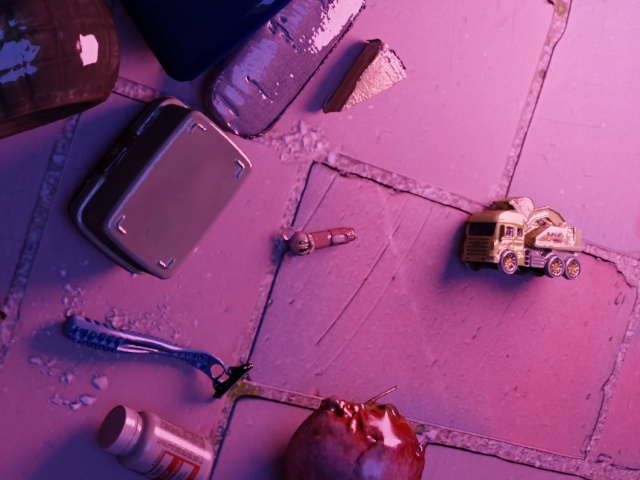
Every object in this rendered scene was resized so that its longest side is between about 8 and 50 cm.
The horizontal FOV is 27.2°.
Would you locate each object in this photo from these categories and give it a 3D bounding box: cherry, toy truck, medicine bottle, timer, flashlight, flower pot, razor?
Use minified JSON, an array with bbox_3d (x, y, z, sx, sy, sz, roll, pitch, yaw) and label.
[{"bbox_3d":[0.040,0.331,1.822,0.192,0.175,0.250,0,116,-56],"label":"cherry"},{"bbox_3d":[0.302,-0.005,1.946,0.191,0.085,0.116,6,88,-33],"label":"toy truck"},{"bbox_3d":[-0.214,0.268,1.713,0.140,0.079,0.079,32,84,-31],"label":"medicine bottle"},{"bbox_3d":[-0.183,-0.406,1.522,0.270,0.270,0.383,-44,104,-15],"label":"timer"},{"bbox_3d":[0.000,0.000,1.806,0.110,0.031,0.052,-10,105,-27],"label":"flashlight"},{"bbox_3d":[-0.374,-0.216,1.417,0.302,0.302,0.213,-18,94,-25],"label":"flower pot"},{"bbox_3d":[-0.215,0.144,1.712,0.253,0.042,0.082,20,131,-29],"label":"razor"}]

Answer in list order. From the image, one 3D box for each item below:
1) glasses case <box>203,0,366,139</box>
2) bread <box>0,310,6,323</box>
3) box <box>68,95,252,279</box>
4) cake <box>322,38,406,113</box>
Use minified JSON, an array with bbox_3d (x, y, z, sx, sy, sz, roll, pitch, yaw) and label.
[{"bbox_3d":[-0.044,-0.257,1.710,0.109,0.067,0.282,41,78,-27],"label":"glasses case"},{"bbox_3d":[-0.451,0.104,1.549,0.139,0.074,0.084,-46,120,-12],"label":"bread"},{"bbox_3d":[-0.195,-0.062,1.627,0.148,0.129,0.210,43,78,-30],"label":"box"},{"bbox_3d":[0.058,-0.206,1.785,0.065,0.052,0.121,44,77,-31],"label":"cake"}]
